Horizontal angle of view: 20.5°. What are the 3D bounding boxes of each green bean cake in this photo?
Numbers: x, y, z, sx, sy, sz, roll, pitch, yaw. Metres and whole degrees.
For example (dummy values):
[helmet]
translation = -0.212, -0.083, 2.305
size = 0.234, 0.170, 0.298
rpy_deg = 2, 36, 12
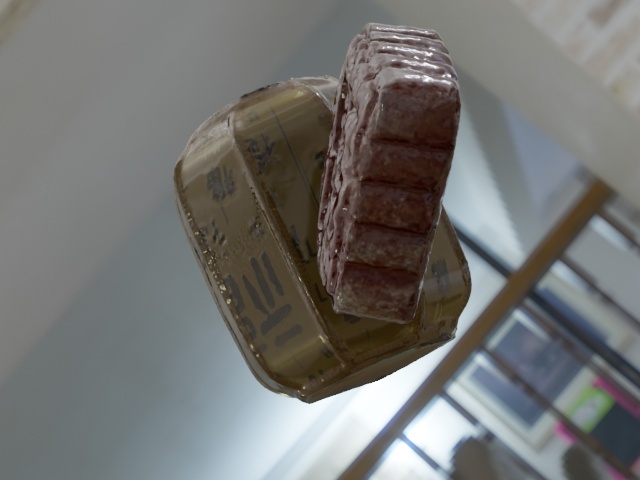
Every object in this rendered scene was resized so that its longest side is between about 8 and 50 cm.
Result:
[green bean cake]
translation = 0.032, -0.038, 0.929
size = 0.135, 0.056, 0.135
rpy_deg = -95, 12, -69

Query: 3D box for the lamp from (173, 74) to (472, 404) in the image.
[lamp]
translation = 0.000, 0.000, 1.101
size = 0.161, 0.185, 0.161
rpy_deg = -23, -12, -5
